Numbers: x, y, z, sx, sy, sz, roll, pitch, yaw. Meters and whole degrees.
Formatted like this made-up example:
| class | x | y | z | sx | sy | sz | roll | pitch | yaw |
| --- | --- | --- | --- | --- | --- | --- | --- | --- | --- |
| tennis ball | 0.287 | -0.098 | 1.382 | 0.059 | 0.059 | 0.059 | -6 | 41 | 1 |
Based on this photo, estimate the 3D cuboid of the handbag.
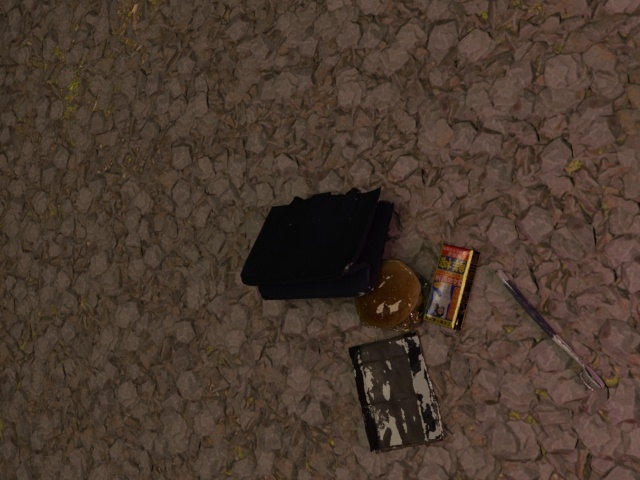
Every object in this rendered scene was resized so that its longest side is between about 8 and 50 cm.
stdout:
| class | x | y | z | sx | sy | sz | roll | pitch | yaw |
| --- | --- | --- | --- | --- | --- | --- | --- | --- | --- |
| handbag | 0.000 | 0.000 | 1.331 | 0.326 | 0.118 | 0.269 | -5 | 54 | 39 |

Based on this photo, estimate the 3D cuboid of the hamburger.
| class | x | y | z | sx | sy | sz | roll | pitch | yaw |
| --- | --- | --- | --- | --- | --- | --- | --- | --- | --- |
| hamburger | 0.135 | 0.110 | 1.280 | 0.185 | 0.131 | 0.159 | 21 | 90 | 32 |

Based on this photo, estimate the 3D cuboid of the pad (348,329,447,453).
| class | x | y | z | sx | sy | sz | roll | pitch | yaw |
| --- | --- | --- | --- | --- | --- | --- | --- | --- | --- |
| pad | 0.159 | 0.323 | 1.302 | 0.174 | 0.022 | 0.233 | -19 | 75 | 25 |

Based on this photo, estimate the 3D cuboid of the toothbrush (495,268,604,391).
| class | x | y | z | sx | sy | sz | roll | pitch | yaw |
| --- | --- | --- | --- | --- | --- | --- | --- | --- | --- |
| toothbrush | 0.433 | 0.168 | 1.178 | 0.026 | 0.024 | 0.288 | -50 | 65 | 29 |

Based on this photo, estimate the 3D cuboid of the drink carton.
| class | x | y | z | sx | sy | sz | roll | pitch | yaw |
| --- | --- | --- | --- | --- | --- | --- | --- | --- | --- |
| drink carton | 0.269 | 0.095 | 1.254 | 0.071 | 0.056 | 0.165 | 15 | 91 | 36 |
